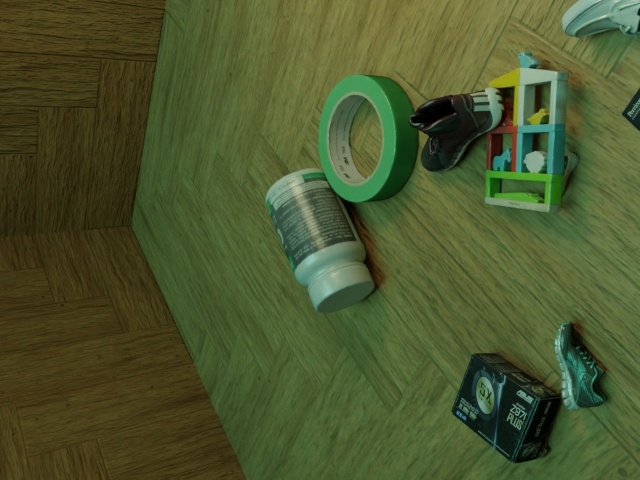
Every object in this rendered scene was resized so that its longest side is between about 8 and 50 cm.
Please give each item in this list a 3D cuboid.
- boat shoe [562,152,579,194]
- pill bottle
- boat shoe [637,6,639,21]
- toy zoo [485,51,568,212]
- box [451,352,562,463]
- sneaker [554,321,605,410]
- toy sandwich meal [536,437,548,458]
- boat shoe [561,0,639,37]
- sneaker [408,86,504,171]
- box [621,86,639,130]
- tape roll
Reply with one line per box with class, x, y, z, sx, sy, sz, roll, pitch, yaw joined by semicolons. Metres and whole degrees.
boat shoe;0.443;-0.117;1.115;0.035;0.035;0.100;50;134;38
pill bottle;0.000;0.000;1.639;0.204;0.204;0.361;-51;54;47
boat shoe;0.460;-0.423;0.784;0.158;0.340;0.127;32;165;7
toy zoo;0.388;-0.208;1.147;0.192;0.030;0.293;-160;67;-67
box;0.376;0.338;1.230;0.180;0.077;0.147;35;112;51
sneaker;0.485;0.231;1.109;0.076;0.065;0.166;-11;90;40
toy sandwich meal;0.429;0.410;1.235;0.085;0.029;0.085;14;108;54
boat shoe;0.499;-0.365;0.936;0.258;0.095;0.084;-15;80;57
sneaker;0.239;-0.231;1.255;0.281;0.162;0.106;130;131;-60
box;0.565;-0.220;0.806;0.261;0.103;0.184;102;147;-51
tape roll;0.113;-0.259;1.540;0.321;0.077;0.321;15;109;53
